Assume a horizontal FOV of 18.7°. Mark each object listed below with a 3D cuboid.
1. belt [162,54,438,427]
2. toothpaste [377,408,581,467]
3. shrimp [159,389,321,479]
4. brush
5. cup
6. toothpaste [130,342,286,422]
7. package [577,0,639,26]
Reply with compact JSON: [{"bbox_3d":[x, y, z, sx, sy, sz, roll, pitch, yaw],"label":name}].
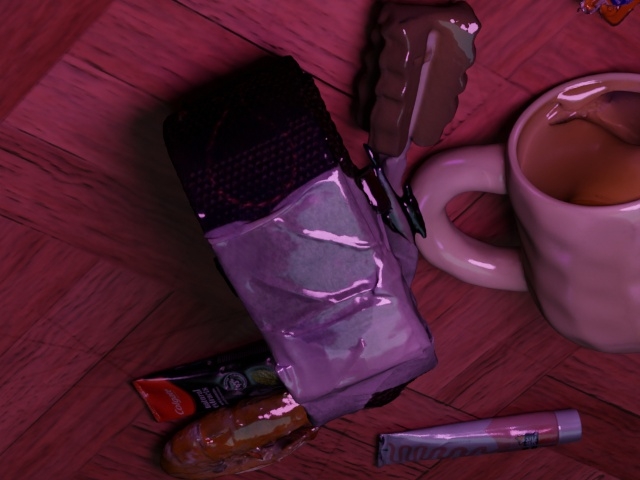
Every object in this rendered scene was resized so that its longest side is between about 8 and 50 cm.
[{"bbox_3d":[0.000,0.000,1.524,0.164,0.184,0.289,-25,109,1],"label":"belt"},{"bbox_3d":[0.158,0.197,1.950,0.205,0.036,0.056,-7,140,-7],"label":"toothpaste"},{"bbox_3d":[-0.063,0.181,1.852,0.187,0.051,0.132,-22,159,11],"label":"shrimp"},{"bbox_3d":[0.062,-0.072,1.594,0.084,0.071,0.301,-6,139,-19],"label":"brush"},{"bbox_3d":[0.212,-0.004,1.641,0.255,0.173,0.202,-18,137,-1],"label":"cup"},{"bbox_3d":[-0.072,0.125,1.785,0.193,0.045,0.071,-16,139,7],"label":"toothpaste"},{"bbox_3d":[0.252,-0.212,1.534,0.077,0.033,0.110,20,128,-37],"label":"package"}]
